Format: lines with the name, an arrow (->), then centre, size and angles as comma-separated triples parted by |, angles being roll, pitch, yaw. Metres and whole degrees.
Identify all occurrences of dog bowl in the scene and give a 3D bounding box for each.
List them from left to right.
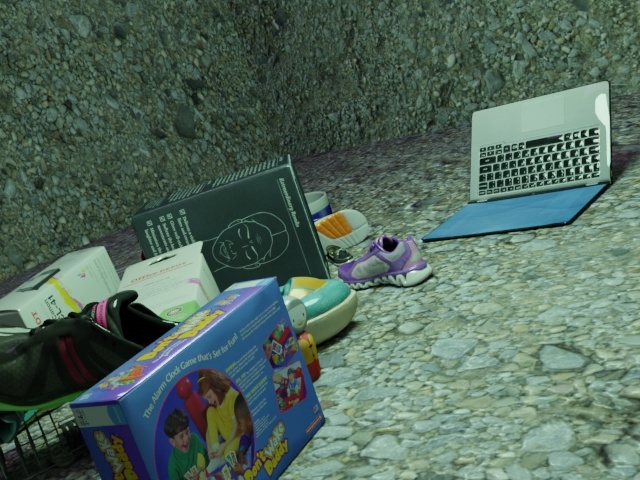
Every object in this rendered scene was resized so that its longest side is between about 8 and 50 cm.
dog bowl -> -0.092, -0.055, 2.483 | 0.264, 0.104, 0.265 | -18, 12, 4

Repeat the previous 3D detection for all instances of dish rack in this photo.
dish rack -> -0.501, 0.351, 1.411 | 0.271, 0.074, 0.208 | -24, 14, -21

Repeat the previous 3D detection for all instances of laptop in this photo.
laptop -> 0.468, -0.190, 1.971 | 0.382, 0.408, 0.236 | -7, -17, 41

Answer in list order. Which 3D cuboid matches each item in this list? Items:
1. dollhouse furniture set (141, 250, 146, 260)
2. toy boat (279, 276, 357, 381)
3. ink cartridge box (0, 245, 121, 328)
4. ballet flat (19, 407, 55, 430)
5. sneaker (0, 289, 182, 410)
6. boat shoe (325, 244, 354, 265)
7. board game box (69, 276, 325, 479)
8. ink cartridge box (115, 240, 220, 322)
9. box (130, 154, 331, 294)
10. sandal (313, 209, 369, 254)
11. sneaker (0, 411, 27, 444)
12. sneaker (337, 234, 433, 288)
dollhouse furniture set -> -0.353, 0.035, 2.215 | 0.259, 0.262, 0.135 | 13, -6, -29
toy boat -> -0.055, 0.140, 1.489 | 0.267, 0.148, 0.318 | -20, 12, -4
ink cartridge box -> -0.573, 0.180, 1.851 | 0.131, 0.226, 0.306 | -10, 21, 27
ballet flat -> -0.576, 0.324, 1.661 | 0.067, 0.073, 0.206 | -27, 1, 38
sneaker -> -0.382, 0.168, 1.362 | 0.482, 0.202, 0.185 | 4, 26, -11
boat shoe -> 0.046, 0.034, 2.048 | 0.046, 0.038, 0.125 | -22, 13, -14
board game box -> -0.134, 0.221, 1.057 | 0.078, 0.233, 0.347 | -11, 14, 31
ink cartridge box -> -0.327, 0.150, 1.743 | 0.207, 0.119, 0.353 | -19, 25, 6
box -> -0.209, -0.002, 1.988 | 0.395, 0.294, 0.212 | -18, 13, 2
sandal -> -0.004, -0.009, 2.167 | 0.265, 0.102, 0.076 | -23, 16, -10
sneaker -> -0.535, 0.293, 1.384 | 0.122, 0.110, 0.283 | 9, 24, 25
sneaker -> 0.127, 0.040, 1.754 | 0.236, 0.105, 0.095 | -8, 18, 44
